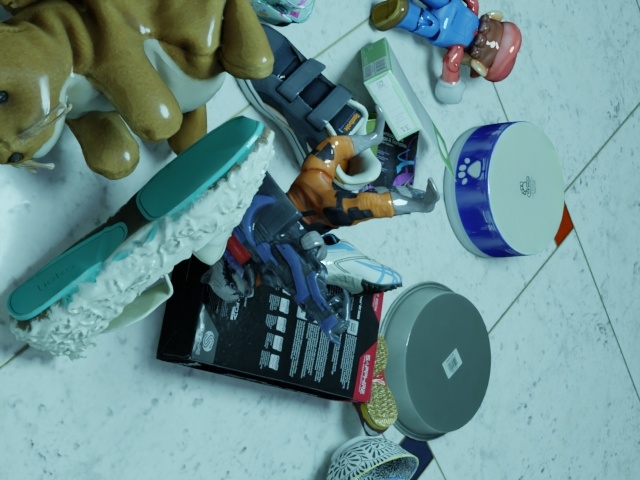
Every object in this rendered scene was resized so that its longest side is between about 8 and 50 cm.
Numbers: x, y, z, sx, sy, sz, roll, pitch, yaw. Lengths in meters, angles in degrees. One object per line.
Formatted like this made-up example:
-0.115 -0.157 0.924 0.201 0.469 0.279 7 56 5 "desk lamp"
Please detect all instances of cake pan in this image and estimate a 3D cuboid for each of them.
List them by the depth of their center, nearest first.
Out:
0.218 0.221 1.760 0.293 0.054 0.293 3 86 -44 "cake pan"

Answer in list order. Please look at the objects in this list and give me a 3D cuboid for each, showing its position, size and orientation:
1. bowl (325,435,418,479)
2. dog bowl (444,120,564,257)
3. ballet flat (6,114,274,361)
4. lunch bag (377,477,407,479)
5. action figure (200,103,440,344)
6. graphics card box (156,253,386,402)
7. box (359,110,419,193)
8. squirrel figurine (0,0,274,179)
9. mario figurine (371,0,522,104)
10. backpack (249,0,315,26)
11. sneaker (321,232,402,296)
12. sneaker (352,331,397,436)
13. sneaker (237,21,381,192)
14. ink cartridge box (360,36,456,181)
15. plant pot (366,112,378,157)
0.069 0.372 1.571 0.170 0.170 0.080 4 41 -44 "bowl"
0.363 -0.099 1.881 0.265 0.104 0.265 3 85 -44 "dog bowl"
-0.208 0.005 1.221 0.409 0.147 0.147 -37 119 1 "ballet flat"
0.051 0.461 1.513 0.219 0.176 0.090 3 43 -45 "lunch bag"
0.000 0.000 1.289 0.341 0.330 0.178 61 1 31 "action figure"
-0.061 0.106 1.469 0.371 0.094 0.233 21 73 -42 "graphics card box"
0.122 -0.136 1.703 0.116 0.029 0.162 14 77 -43 "box"
-0.313 -0.265 1.175 0.370 0.281 0.397 -19 87 -32 "squirrel figurine"
0.228 -0.385 1.782 0.320 0.198 0.170 24 30 -33 "mario figurine"
-0.082 -0.424 1.433 0.188 0.144 0.166 22 87 -20 "backpack"
0.043 0.036 1.458 0.237 0.085 0.086 15 66 -46 "sneaker"
0.077 0.238 1.623 0.069 0.084 0.185 4 59 -20 "sneaker"
-0.011 -0.214 1.515 0.321 0.127 0.126 54 55 -26 "sneaker"
0.149 -0.216 1.653 0.235 0.056 0.171 57 16 -26 "ink cartridge box"
0.067 -0.171 1.626 0.083 0.083 0.079 -18 113 -43 "plant pot"
